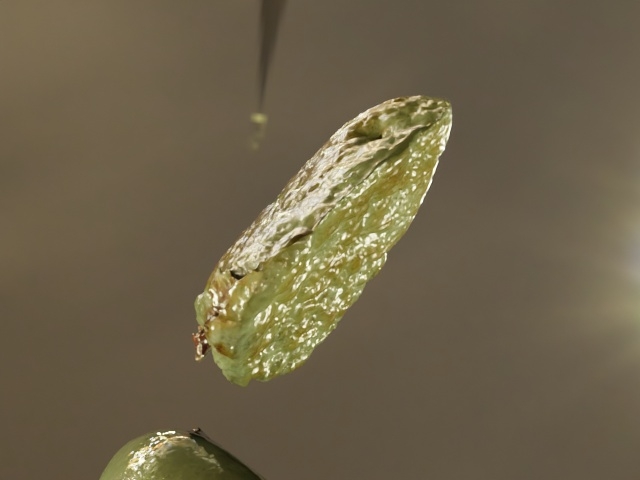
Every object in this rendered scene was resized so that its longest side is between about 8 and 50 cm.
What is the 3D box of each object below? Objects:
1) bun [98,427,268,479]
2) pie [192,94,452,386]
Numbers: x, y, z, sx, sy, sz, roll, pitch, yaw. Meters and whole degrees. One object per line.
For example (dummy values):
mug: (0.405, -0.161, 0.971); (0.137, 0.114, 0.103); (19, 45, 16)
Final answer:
bun: (-0.069, 0.281, 1.315); (0.187, 0.293, 0.293); (-44, -126, -12)
pie: (0.002, -0.004, 1.432); (0.105, 0.257, 0.274); (41, -97, 4)
